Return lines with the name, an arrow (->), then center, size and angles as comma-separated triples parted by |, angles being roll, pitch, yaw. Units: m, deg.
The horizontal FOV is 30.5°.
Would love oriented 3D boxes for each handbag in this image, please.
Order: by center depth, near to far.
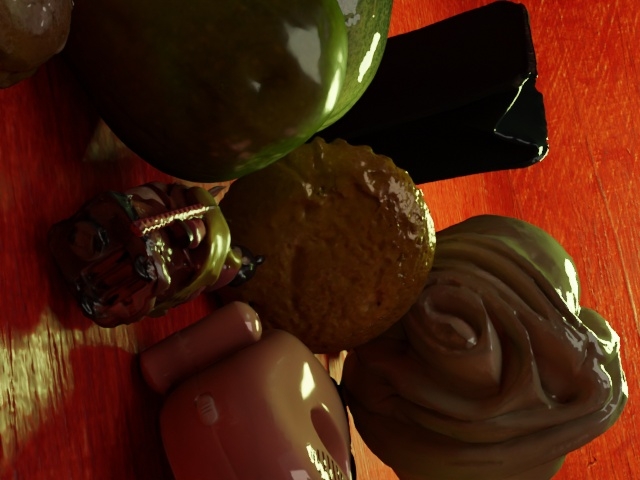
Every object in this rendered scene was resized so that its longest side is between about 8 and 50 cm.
handbag -> 0.119, -0.170, 1.488 | 0.303, 0.329, 0.122 | -79, 152, -59

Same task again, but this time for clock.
clock -> -0.033, 0.200, 0.992 | 0.227, 0.142, 0.241 | 61, 3, -38

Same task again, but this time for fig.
fig -> -0.114, -0.205, 0.988 | 0.314, 0.233, 0.233 | 63, 21, -6

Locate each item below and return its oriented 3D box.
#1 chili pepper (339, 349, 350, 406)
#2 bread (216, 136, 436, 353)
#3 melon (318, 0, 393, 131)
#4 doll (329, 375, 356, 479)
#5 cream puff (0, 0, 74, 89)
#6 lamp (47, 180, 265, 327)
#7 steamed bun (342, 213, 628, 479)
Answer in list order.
chili pepper -> 0.085, 0.084, 1.591 | 0.368, 0.091, 0.137 | -48, 135, -64
bread -> 0.002, 0.000, 1.195 | 0.139, 0.239, 0.240 | -88, 159, -63
melon -> -0.042, -0.269, 1.213 | 0.248, 0.248, 0.329 | 26, 60, -66
doll -> 0.001, 0.199, 1.332 | 0.165, 0.057, 0.139 | -85, 154, -61
cream puff -> -0.241, -0.170, 0.803 | 0.144, 0.103, 0.126 | 61, 39, -40
lamp -> -0.125, 0.001, 0.999 | 0.253, 0.118, 0.118 | -22, 99, -66
steamed bun -> 0.149, 0.132, 1.307 | 0.219, 0.324, 0.310 | 15, 36, -48
